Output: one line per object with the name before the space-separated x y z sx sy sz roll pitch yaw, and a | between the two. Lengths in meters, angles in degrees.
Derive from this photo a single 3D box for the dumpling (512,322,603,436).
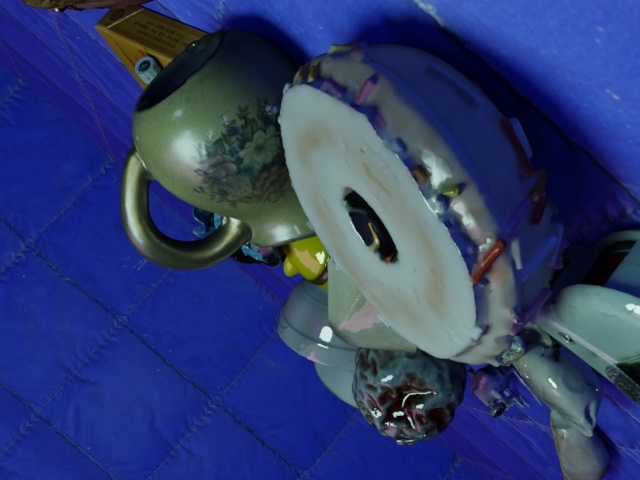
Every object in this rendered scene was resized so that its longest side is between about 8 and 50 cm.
dumpling | 0.371 0.216 1.136 0.176 0.092 0.150 41 165 1

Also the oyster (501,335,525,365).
oyster | 0.233 0.134 1.218 0.199 0.087 0.252 30 -170 5

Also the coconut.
coconut | 0.107 0.076 1.131 0.202 0.222 0.202 44 170 9

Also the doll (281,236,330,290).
doll | 0.000 0.000 1.324 0.363 0.199 0.145 54 -163 -36

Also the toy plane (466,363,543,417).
toy plane | 0.352 0.301 1.471 0.182 0.107 0.273 42 173 16

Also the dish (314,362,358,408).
dish | 0.154 0.263 1.682 0.324 0.124 0.324 12 -154 -6

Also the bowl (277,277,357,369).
bowl | 0.056 0.148 1.562 0.287 0.144 0.287 9 -159 -3

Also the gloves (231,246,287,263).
gloves | -0.124 -0.077 1.418 0.301 0.197 0.152 116 147 -54

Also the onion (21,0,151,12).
onion | -0.233 -0.333 0.670 0.276 0.276 0.276 38 167 10

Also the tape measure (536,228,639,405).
tape measure | 0.350 0.100 0.728 0.243 0.125 0.246 38 168 8

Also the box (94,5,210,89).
box | -0.249 -0.298 1.232 0.274 0.076 0.174 31 163 37

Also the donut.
donut | 0.103 -0.045 0.782 0.382 0.142 0.383 50 162 23

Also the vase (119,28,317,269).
vase | -0.129 -0.094 0.999 0.302 0.329 0.241 48 178 -30

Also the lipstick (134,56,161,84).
lipstick | -0.261 -0.252 1.178 0.037 0.037 0.116 34 169 28

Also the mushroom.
mushroom | 0.528 0.441 1.468 0.123 0.095 0.351 53 176 39

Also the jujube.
jujube | 0.168 0.229 1.319 0.226 0.226 0.317 42 -155 -7

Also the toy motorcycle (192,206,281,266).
toy motorcycle | -0.146 -0.069 1.236 0.182 0.123 0.272 27 145 23
